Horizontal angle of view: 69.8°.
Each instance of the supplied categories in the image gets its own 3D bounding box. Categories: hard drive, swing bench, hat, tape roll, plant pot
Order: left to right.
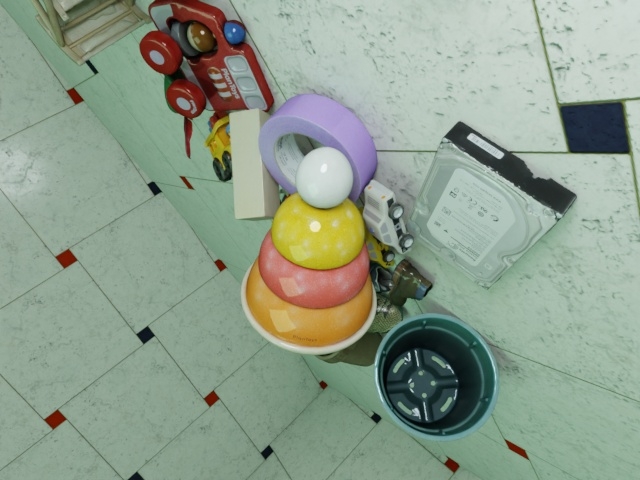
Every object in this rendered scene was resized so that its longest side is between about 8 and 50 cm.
[{"bbox_3d":[-0.621,-0.653,1.209,0.165,0.253,0.255,40,158,11],"label":"swing bench"},{"bbox_3d":[-0.424,-0.392,1.327,0.173,0.183,0.209,11,-133,-49],"label":"hat"},{"bbox_3d":[-0.009,-0.199,1.078,0.274,0.090,0.275,24,148,16],"label":"tape roll"},{"bbox_3d":[0.127,0.394,1.837,0.229,0.263,0.263,35,165,-26],"label":"plant pot"},{"bbox_3d":[0.331,0.428,1.414,0.341,0.341,0.334,38,166,18],"label":"plant pot"},{"bbox_3d":[0.303,-0.048,0.906,0.237,0.064,0.339,39,159,15],"label":"hard drive"}]

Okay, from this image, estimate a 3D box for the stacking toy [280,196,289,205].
[{"bbox_3d":[-0.113,-0.112,1.304,0.221,0.052,0.167,24,146,18],"label":"stacking toy"}]

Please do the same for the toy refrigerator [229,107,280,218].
[{"bbox_3d":[-0.172,-0.189,1.188,0.094,0.270,0.102,-5,179,19],"label":"toy refrigerator"}]

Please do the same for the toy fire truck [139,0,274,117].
[{"bbox_3d":[-0.267,-0.445,1.121,0.253,0.169,0.302,5,142,24],"label":"toy fire truck"}]

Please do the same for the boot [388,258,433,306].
[{"bbox_3d":[0.260,0.153,1.328,0.106,0.082,0.219,36,156,28],"label":"boot"}]

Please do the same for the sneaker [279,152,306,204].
[{"bbox_3d":[-0.052,-0.137,1.337,0.118,0.107,0.279,35,158,10],"label":"sneaker"}]

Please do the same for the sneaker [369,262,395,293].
[{"bbox_3d":[0.151,0.176,1.447,0.163,0.086,0.226,12,104,49],"label":"sneaker"}]

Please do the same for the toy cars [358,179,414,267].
[{"bbox_3d":[0.135,-0.015,1.151,0.176,0.087,0.394,54,171,9],"label":"toy cars"}]

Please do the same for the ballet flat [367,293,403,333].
[{"bbox_3d":[0.066,0.233,1.664,0.482,0.182,0.164,22,118,46],"label":"ballet flat"}]

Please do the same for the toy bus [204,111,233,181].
[{"bbox_3d":[-0.266,-0.308,1.386,0.212,0.149,0.220,64,154,-5],"label":"toy bus"}]

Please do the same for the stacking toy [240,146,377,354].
[{"bbox_3d":[0.000,0.000,1.039,0.350,0.350,0.480,36,139,22],"label":"stacking toy"}]
